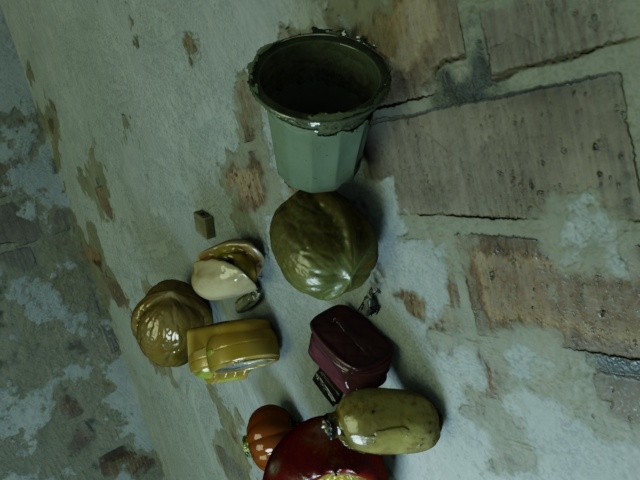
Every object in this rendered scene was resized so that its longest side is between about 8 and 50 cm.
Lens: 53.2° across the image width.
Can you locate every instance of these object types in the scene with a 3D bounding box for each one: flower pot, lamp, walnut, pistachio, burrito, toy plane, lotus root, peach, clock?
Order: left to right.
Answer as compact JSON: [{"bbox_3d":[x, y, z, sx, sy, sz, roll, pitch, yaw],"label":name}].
[{"bbox_3d":[-0.550,0.303,2.372,0.333,0.332,0.333,32,133,42],"label":"walnut"},{"bbox_3d":[-0.288,0.098,1.980,0.299,0.187,0.188,-14,97,50],"label":"pistachio"},{"bbox_3d":[-0.272,0.342,2.042,0.317,0.244,0.200,-30,68,53],"label":"clock"},{"bbox_3d":[-0.231,0.190,2.062,0.188,0.045,0.058,-41,58,57],"label":"burrito"},{"bbox_3d":[-0.153,0.648,2.087,0.223,0.196,0.223,-17,-90,-87],"label":"lamp"},{"bbox_3d":[0.000,0.000,1.462,0.283,0.227,0.283,10,102,54],"label":"walnut"},{"bbox_3d":[0.001,-0.252,1.319,0.290,0.290,0.259,45,153,31],"label":"flower pot"},{"bbox_3d":[0.004,0.660,1.749,0.310,0.335,0.406,-121,23,-52],"label":"peach"},{"bbox_3d":[0.121,0.148,1.555,0.049,0.031,0.121,57,149,31],"label":"toy plane"},{"bbox_3d":[0.143,0.425,1.497,0.146,0.284,0.160,-115,26,-71],"label":"lotus root"}]

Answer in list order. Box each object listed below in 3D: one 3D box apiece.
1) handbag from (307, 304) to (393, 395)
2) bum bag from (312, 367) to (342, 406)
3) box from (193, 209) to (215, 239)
[{"bbox_3d":[0.071,0.272,1.593,0.225,0.146,0.135,42,142,37],"label":"handbag"},{"bbox_3d":[0.028,0.398,1.836,0.109,0.026,0.159,48,142,29],"label":"bum bag"},{"bbox_3d":[-0.394,-0.056,2.158,0.079,0.035,0.083,30,131,43],"label":"box"}]
